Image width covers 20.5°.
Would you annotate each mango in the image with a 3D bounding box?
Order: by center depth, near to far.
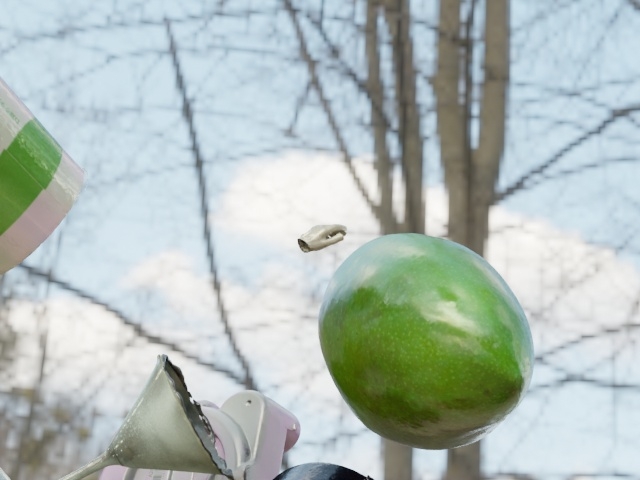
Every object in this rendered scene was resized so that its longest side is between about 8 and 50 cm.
[{"bbox_3d":[0.112,0.104,1.763,0.201,0.225,0.382,-14,6,-13],"label":"mango"}]

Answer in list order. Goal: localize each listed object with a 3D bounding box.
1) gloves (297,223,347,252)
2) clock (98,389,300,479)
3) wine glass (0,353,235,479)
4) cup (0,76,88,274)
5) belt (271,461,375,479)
[{"bbox_3d":[0.001,-0.002,2.374,0.081,0.044,0.037,-16,-56,-31],"label":"gloves"},{"bbox_3d":[-0.150,0.288,2.010,0.248,0.227,0.090,-11,-35,36],"label":"clock"},{"bbox_3d":[-0.230,0.235,1.869,0.232,0.156,0.156,-29,-30,-1],"label":"wine glass"},{"bbox_3d":[-0.446,-0.105,2.152,0.253,0.253,0.274,-23,-59,42],"label":"cup"},{"bbox_3d":[-0.006,0.306,1.791,0.198,0.078,0.151,-25,-81,41],"label":"belt"}]
